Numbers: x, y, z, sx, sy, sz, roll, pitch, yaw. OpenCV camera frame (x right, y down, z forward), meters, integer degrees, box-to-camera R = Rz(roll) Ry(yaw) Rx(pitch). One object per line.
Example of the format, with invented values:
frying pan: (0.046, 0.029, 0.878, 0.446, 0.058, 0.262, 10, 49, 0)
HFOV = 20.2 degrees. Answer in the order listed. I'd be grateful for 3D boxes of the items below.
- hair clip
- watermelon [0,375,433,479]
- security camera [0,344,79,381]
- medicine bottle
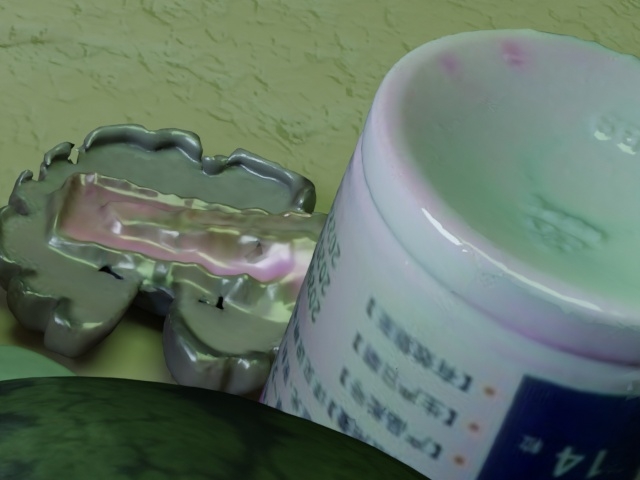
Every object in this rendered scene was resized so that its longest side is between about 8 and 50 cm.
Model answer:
hair clip: (0.002, 0.006, 0.837, 0.300, 0.069, 0.173, 2, 32, 6)
watermelon: (-0.053, 0.170, 0.405, 0.279, 0.359, 0.279, 5, 67, -12)
security camera: (-0.171, 0.142, 0.620, 0.157, 0.080, 0.301, 37, 45, 20)
medicine bottle: (0.054, 0.068, 0.655, 0.152, 0.254, 0.152, 12, 39, -10)
